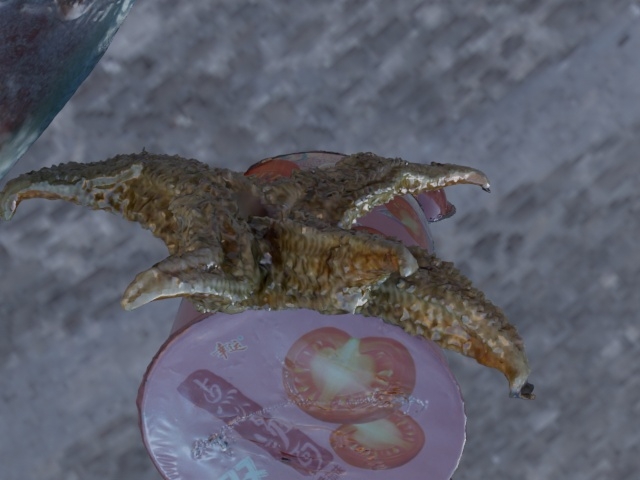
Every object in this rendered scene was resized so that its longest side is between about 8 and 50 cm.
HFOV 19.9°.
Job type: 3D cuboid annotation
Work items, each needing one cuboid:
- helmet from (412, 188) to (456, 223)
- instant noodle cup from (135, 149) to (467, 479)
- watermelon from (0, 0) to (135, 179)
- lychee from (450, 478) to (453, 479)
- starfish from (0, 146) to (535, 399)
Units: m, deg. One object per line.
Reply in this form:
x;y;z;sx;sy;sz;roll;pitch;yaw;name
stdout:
0.103;-0.049;1.910;0.084;0.065;0.049;-18;122;-29;helmet
-0.005;0.072;1.413;0.243;0.231;0.243;2;126;3;instant noodle cup
-0.206;-0.134;0.856;0.318;0.148;0.226;-55;164;6;watermelon
0.053;0.234;1.516;0.140;0.101;0.114;-4;136;0;lychee
0.001;0.011;0.959;0.302;0.293;0.084;4;102;-19;starfish
